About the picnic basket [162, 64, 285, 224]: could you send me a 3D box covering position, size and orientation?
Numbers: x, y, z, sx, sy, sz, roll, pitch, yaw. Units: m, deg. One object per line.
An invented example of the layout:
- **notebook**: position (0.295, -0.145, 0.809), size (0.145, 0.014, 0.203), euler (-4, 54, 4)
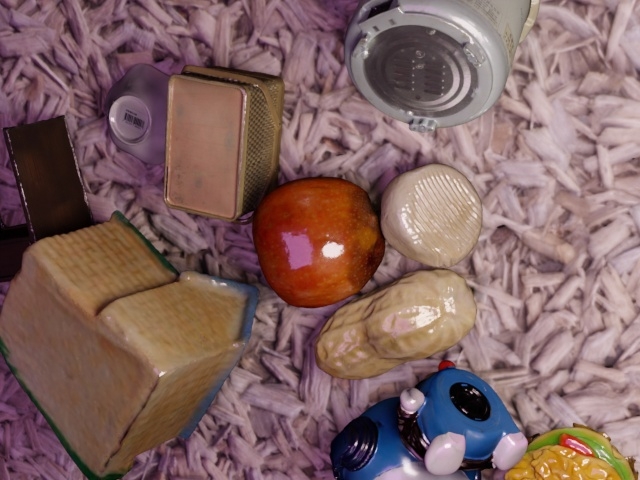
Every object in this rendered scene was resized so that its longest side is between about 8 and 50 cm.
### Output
- **picnic basket**: position (-0.169, -0.170, 2.001), size (0.165, 0.139, 0.266), euler (12, 109, 23)

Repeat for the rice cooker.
- **rice cooker**: position (0.179, -0.331, 1.710), size (0.264, 0.317, 0.316), euler (-20, 95, 40)

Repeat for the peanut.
- **peanut**: position (0.118, 0.149, 1.948), size (0.313, 0.152, 0.152), euler (-23, 93, 31)

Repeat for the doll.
- **doll**: position (0.168, 0.355, 1.913), size (0.284, 0.240, 0.310), euler (15, 131, -23)

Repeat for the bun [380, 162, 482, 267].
- **bun**: position (0.176, -0.038, 1.882), size (0.113, 0.167, 0.173), euler (178, 82, -70)

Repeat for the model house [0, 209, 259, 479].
- **model house**: position (-0.335, 0.167, 2.086), size (0.382, 0.343, 0.334), euler (45, 127, 18)

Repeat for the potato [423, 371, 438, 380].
- **potato**: position (0.222, 0.250, 1.980), size (0.092, 0.045, 0.046), euler (11, 69, 27)

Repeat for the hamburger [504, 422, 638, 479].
- **hamburger**: position (0.409, 0.430, 1.879), size (0.237, 0.149, 0.237), euler (6, 105, 23)

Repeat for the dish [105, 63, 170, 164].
- **dish**: position (-0.334, -0.227, 2.109), size (0.191, 0.066, 0.190), euler (7, 107, 24)

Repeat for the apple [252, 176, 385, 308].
- **apple**: position (0.000, 0.000, 1.930), size (0.230, 0.230, 0.230), euler (7, 107, 24)

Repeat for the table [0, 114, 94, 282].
- **table**: position (-0.607, -0.074, 2.211), size (0.251, 0.196, 0.282), euler (-7, 100, 28)
